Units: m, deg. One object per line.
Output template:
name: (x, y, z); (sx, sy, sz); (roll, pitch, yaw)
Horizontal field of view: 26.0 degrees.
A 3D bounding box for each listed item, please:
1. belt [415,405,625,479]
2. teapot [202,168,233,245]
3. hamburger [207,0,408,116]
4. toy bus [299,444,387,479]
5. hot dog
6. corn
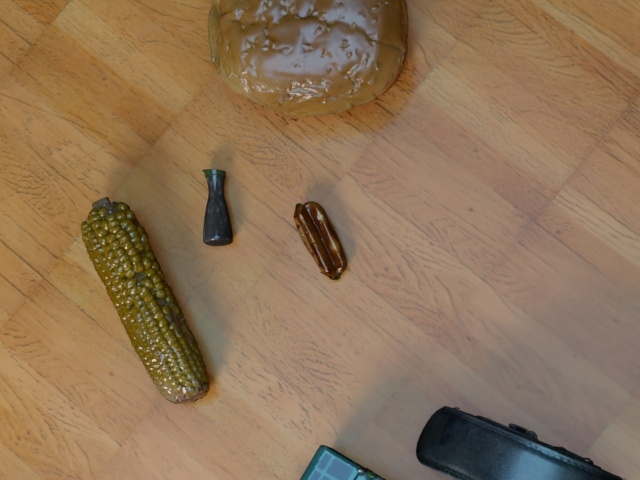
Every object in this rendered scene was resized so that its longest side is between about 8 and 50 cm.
belt: (0.248, 0.297, 1.767); (0.268, 0.206, 0.116); (20, 84, 23)
teapot: (-0.148, -0.050, 1.971); (0.043, 0.043, 0.110); (-6, 77, 7)
hamburger: (-0.018, -0.300, 1.948); (0.283, 0.144, 0.259); (-11, 81, 12)
toy bus: (-0.007, 0.406, 1.824); (0.147, 0.128, 0.256); (30, 84, 12)
hot dog: (0.000, 0.000, 1.945); (0.049, 0.037, 0.122); (-22, 83, -8)
corn: (-0.247, 0.082, 1.936); (0.097, 0.097, 0.319); (-27, 79, 2)
